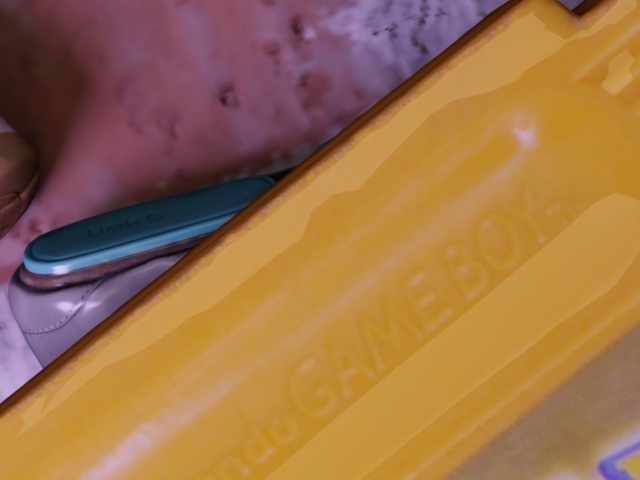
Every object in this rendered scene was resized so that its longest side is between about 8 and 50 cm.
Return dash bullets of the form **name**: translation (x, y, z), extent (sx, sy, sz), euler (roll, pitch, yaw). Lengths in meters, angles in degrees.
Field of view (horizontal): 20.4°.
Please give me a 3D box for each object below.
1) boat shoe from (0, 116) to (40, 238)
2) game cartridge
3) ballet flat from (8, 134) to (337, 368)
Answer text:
- **boat shoe**: translation (-0.228, 0.030, 0.597), extent (0.277, 0.098, 0.096), euler (-39, 82, -13)
- **game cartridge**: translation (0.071, 0.121, 0.542), extent (0.285, 0.053, 0.324), euler (-39, 100, 2)
- **ballet flat**: translation (0.000, 0.000, 0.613), extent (0.213, 0.072, 0.068), euler (-20, 109, 0)
